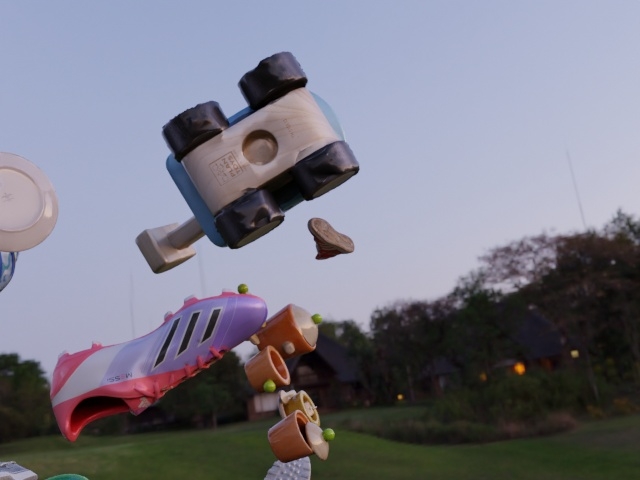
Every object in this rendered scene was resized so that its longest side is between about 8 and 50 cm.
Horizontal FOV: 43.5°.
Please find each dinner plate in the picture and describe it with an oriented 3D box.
[{"bbox_3d":[-0.413,-0.054,1.059,0.141,0.141,0.017,3,-20,-38],"label":"dinner plate"}]

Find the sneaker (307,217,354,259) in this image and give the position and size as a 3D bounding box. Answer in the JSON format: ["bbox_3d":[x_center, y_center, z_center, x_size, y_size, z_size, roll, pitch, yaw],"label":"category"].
[{"bbox_3d":[0.000,0.000,1.419,0.067,0.042,0.118,-18,-35,35],"label":"sneaker"}]

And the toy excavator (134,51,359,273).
[{"bbox_3d":[-0.155,-0.084,1.428,0.433,0.222,0.445,-32,-5,-2],"label":"toy excavator"}]

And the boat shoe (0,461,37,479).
[{"bbox_3d":[-0.634,0.472,1.563,0.070,0.078,0.219,32,-9,11],"label":"boat shoe"}]

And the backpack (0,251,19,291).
[{"bbox_3d":[-0.760,-0.019,1.557,0.290,0.273,0.355,-44,-54,2],"label":"backpack"}]

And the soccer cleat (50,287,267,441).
[{"bbox_3d":[-0.166,0.130,0.841,0.248,0.095,0.083,-20,-37,3],"label":"soccer cleat"}]

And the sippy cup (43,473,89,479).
[{"bbox_3d":[-0.556,0.667,1.726,0.240,0.224,0.305,-10,25,22],"label":"sippy cup"}]

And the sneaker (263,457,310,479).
[{"bbox_3d":[-0.069,0.534,1.586,0.090,0.235,0.095,0,-46,20],"label":"sneaker"}]

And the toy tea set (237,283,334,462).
[{"bbox_3d":[-0.040,0.221,1.367,0.124,0.336,0.200,-28,-30,10],"label":"toy tea set"}]
